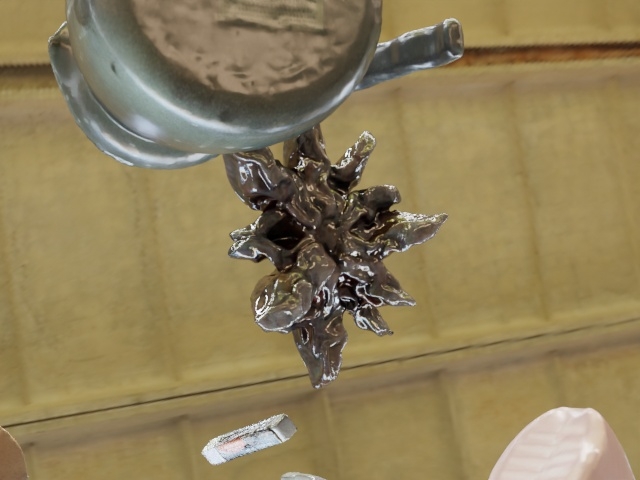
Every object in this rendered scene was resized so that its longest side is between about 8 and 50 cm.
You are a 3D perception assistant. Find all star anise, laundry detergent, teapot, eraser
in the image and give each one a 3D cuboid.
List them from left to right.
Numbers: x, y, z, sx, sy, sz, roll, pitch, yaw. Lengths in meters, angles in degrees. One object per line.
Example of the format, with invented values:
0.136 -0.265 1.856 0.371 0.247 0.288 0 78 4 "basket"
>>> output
-0.069 -0.176 1.070 0.305 0.285 0.223 -29 -88 -23 "teapot"
-0.071 0.197 1.347 0.027 0.099 0.019 55 -153 -29 "eraser"
0.003 -0.003 1.292 0.212 0.129 0.283 -3 -96 -33 "star anise"
0.233 0.296 1.088 0.159 0.087 0.335 -49 -57 -36 "laundry detergent"

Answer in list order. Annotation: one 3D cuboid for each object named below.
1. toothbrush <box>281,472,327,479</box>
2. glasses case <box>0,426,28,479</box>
0.012 0.135 0.738 0.011 0.131 0.013 -27 -81 -28 "toothbrush"
-0.233 0.144 0.603 0.193 0.102 0.070 -49 -63 -40 "glasses case"
